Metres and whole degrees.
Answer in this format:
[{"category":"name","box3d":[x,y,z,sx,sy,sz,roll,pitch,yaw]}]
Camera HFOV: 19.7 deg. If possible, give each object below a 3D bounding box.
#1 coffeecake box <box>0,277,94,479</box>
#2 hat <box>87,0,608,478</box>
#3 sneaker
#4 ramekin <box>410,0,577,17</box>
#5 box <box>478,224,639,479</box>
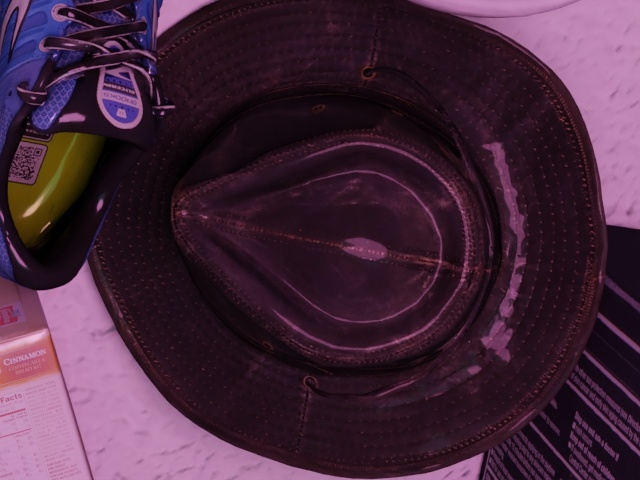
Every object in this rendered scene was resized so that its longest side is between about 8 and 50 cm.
[{"category":"coffeecake box","box3d":[-0.181,0.123,1.131,0.068,0.142,0.185,-16,109,-9]},{"category":"hat","box3d":[0.000,0.000,1.080,0.331,0.134,0.331,1,96,12]},{"category":"sneaker","box3d":[-0.127,-0.120,1.047,0.130,0.147,0.330,2,114,-35]},{"category":"ramekin","box3d":[0.076,-0.260,1.061,0.273,0.127,0.272,-1,94,-20]},{"category":"box","box3d":[0.230,0.168,1.163,0.183,0.296,0.294,6,105,-15]}]
